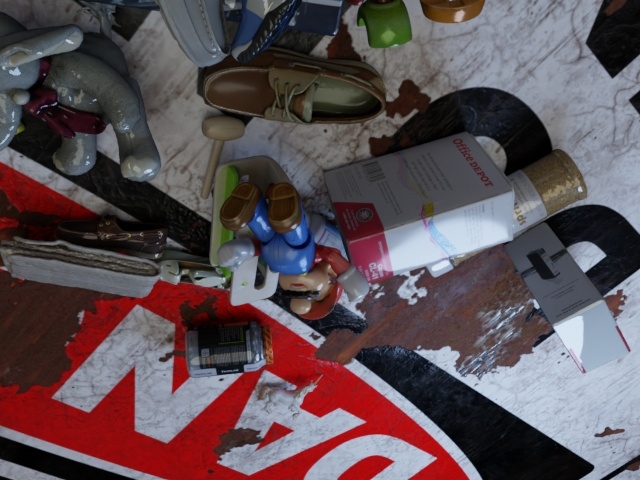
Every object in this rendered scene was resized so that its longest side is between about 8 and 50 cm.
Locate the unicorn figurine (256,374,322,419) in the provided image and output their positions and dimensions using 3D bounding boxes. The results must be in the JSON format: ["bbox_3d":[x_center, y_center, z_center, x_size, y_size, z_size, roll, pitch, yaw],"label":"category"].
[{"bbox_3d":[-0.078,0.403,1.483,0.162,0.060,0.111,4,124,-13],"label":"unicorn figurine"}]

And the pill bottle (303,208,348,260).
[{"bbox_3d":[0.000,0.000,1.205,0.160,0.087,0.087,35,112,-28],"label":"pill bottle"}]

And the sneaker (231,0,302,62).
[{"bbox_3d":[-0.055,-0.302,0.653,0.081,0.080,0.211,30,117,-6],"label":"sneaker"}]

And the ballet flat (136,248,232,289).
[{"bbox_3d":[-0.280,0.063,1.208,0.213,0.068,0.072,7,122,-15],"label":"ballet flat"}]

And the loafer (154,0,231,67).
[{"bbox_3d":[-0.130,-0.337,0.581,0.112,0.112,0.319,-7,126,4],"label":"loafer"}]

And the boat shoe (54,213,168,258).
[{"bbox_3d":[-0.404,-0.019,1.130,0.207,0.073,0.073,8,121,-24],"label":"boat shoe"}]

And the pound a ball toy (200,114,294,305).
[{"bbox_3d":[-0.138,-0.060,1.110,0.136,0.208,0.319,-14,140,-27],"label":"pound a ball toy"}]

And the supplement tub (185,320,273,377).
[{"bbox_3d":[-0.206,0.246,1.317,0.191,0.117,0.117,-4,125,-7],"label":"supplement tub"}]

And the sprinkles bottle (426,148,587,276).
[{"bbox_3d":[0.365,-0.055,1.214,0.355,0.121,0.121,-29,124,9],"label":"sprinkles bottle"}]

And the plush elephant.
[{"bbox_3d":[-0.416,-0.229,0.852,0.255,0.272,0.329,-19,119,-48],"label":"plush elephant"}]

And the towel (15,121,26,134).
[{"bbox_3d":[-0.602,-0.266,0.954,0.102,0.021,0.237,-23,124,-1],"label":"towel"}]

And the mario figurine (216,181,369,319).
[{"bbox_3d":[-0.045,0.048,0.972,0.170,0.198,0.320,-43,143,-8],"label":"mario figurine"}]

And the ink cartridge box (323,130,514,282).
[{"bbox_3d":[0.181,-0.067,1.106,0.306,0.226,0.131,-15,130,0],"label":"ink cartridge box"}]

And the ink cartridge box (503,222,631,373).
[{"bbox_3d":[0.536,0.120,1.276,0.114,0.272,0.197,-32,124,16],"label":"ink cartridge box"}]

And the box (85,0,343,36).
[{"bbox_3d":[-0.185,-0.542,0.677,0.472,0.297,0.479,2,124,-14],"label":"box"}]

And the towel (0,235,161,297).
[{"bbox_3d":[-0.464,0.055,1.129,0.282,0.049,0.187,13,159,-20],"label":"towel"}]

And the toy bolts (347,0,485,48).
[{"bbox_3d":[0.123,-0.421,0.854,0.218,0.228,0.158,-16,135,-6],"label":"toy bolts"}]

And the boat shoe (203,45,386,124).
[{"bbox_3d":[-0.038,-0.260,0.998,0.324,0.120,0.122,-2,124,-9],"label":"boat shoe"}]
